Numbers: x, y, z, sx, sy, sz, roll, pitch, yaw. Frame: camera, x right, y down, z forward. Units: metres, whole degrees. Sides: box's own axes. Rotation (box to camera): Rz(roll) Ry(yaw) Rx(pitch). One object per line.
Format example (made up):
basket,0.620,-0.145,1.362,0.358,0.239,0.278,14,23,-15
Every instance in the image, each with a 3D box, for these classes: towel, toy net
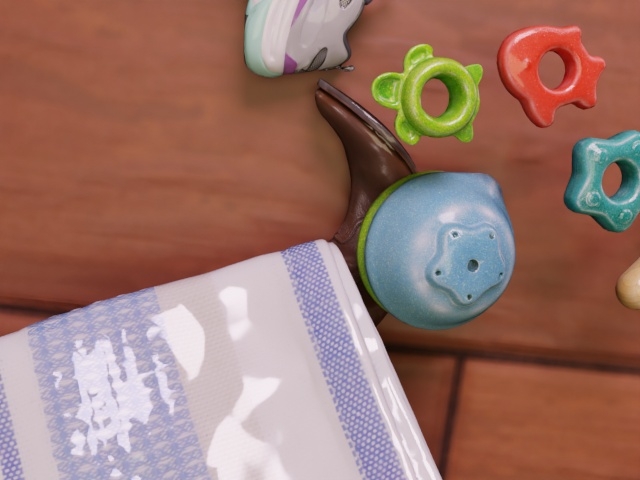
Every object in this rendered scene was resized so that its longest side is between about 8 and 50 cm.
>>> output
towel,-0.086,0.122,0.277,0.285,0.034,0.209,-16,66,-14
toy net,0.130,-0.030,0.349,0.232,0.045,0.122,-7,100,-14

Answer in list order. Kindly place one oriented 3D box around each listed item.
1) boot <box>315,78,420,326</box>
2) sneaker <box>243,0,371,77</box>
boot,0.000,0.000,0.372,0.114,0.037,0.106,-42,95,11
sneaker,0.001,-0.120,0.351,0.069,0.038,0.098,0,109,-2
